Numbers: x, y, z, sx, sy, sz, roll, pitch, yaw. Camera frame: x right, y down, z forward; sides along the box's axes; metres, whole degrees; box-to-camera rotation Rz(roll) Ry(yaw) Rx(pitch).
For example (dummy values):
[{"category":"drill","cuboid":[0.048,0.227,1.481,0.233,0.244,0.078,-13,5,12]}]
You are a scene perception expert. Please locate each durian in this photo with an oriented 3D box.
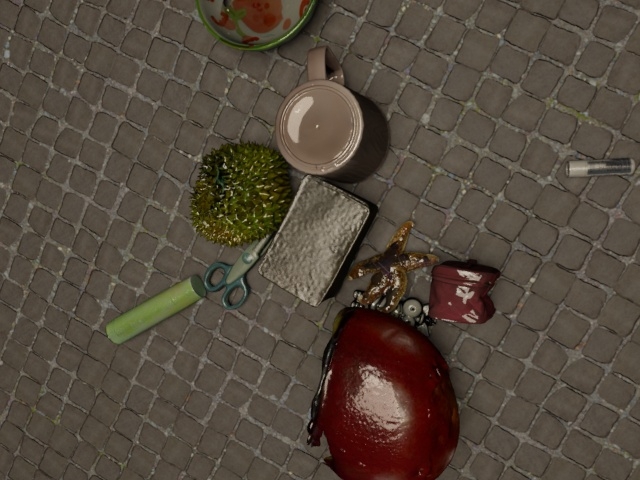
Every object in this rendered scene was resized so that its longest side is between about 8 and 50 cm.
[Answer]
[{"category":"durian","cuboid":[-0.197,-0.114,1.340,0.291,0.224,0.291,-4,75,15]}]

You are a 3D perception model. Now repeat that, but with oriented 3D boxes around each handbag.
[{"category":"handbag","cuboid":[0.331,0.112,1.254,0.146,0.225,0.135,6,93,24]}]

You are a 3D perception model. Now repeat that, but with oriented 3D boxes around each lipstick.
[{"category":"lipstick","cuboid":[-0.458,0.195,1.508,0.304,0.076,0.076,-28,89,13]},{"category":"lipstick","cuboid":[0.643,-0.167,1.255,0.141,0.040,0.040,-1,95,12]}]

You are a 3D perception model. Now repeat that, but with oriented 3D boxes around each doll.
[{"category":"doll","cuboid":[0.185,0.175,1.372,0.219,0.067,0.091,14,91,9]}]

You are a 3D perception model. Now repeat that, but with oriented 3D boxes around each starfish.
[{"category":"starfish","cuboid":[0.182,0.064,1.346,0.216,0.071,0.238,13,84,21]}]

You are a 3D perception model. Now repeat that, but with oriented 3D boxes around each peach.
[{"category":"peach","cuboid":[0.133,0.354,1.265,0.353,0.339,0.416,-34,92,13]}]

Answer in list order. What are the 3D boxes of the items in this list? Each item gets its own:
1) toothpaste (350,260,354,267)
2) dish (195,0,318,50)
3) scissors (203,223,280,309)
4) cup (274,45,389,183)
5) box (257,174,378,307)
[{"category":"toothpaste","cuboid":[-0.007,0.012,1.416,0.205,0.036,0.056,30,103,11]},{"category":"dish","cuboid":[-0.137,-0.612,1.344,0.324,0.124,0.324,0,91,17]},{"category":"scissors","cuboid":[-0.195,0.052,1.454,0.138,0.041,0.289,44,103,13]},{"category":"cup","cuboid":[0.044,-0.276,1.255,0.208,0.273,0.288,22,101,16]},{"category":"box","cuboid":[-0.001,0.000,1.323,0.184,0.143,0.273,28,98,14]}]
